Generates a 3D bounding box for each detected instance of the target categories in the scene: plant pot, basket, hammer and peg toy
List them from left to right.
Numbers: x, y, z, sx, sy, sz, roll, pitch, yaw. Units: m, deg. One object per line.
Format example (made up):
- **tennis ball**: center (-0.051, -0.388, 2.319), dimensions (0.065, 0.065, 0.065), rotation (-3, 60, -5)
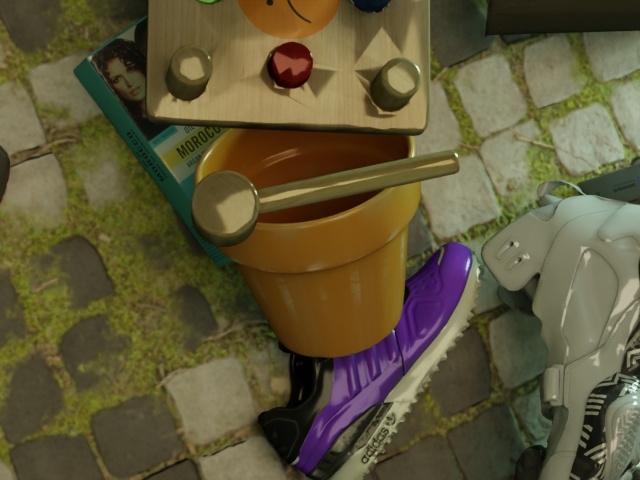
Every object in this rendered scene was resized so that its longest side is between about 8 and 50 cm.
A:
- **hammer and peg toy**: center (-0.022, -0.168, 1.682), dimensions (0.265, 0.127, 0.361), rotation (1, 79, -10)
- **plant pot**: center (0.000, 0.000, 1.780), dimensions (0.205, 0.205, 0.188), rotation (-28, 129, -21)
- **basket**: center (0.295, -0.298, 1.962), dimensions (0.226, 0.154, 0.204), rotation (7, 83, 5)

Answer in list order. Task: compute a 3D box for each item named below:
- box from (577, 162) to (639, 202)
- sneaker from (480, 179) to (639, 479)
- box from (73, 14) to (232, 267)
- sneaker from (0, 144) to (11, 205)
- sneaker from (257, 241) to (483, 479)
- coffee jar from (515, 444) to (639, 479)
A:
- **box**: center (0.386, -0.077, 2.004), dimensions (0.186, 0.145, 0.038), rotation (-17, 90, -22)
- **sneaker**: center (0.243, 0.110, 1.889), dimensions (0.210, 0.137, 0.366), rotation (22, 76, 22)
- **box**: center (-0.127, -0.102, 1.870), dimensions (0.100, 0.060, 0.244), rotation (-38, 95, -21)
- **sneaker**: center (-0.336, -0.027, 1.781), dimensions (0.061, 0.065, 0.158), rotation (33, 72, -12)
- **sneaker**: center (0.042, 0.098, 1.877), dimensions (0.146, 0.102, 0.293), rotation (36, 70, -6)
- **coffee jar**: center (0.296, 0.260, 1.951), dimensions (0.184, 0.079, 0.096), rotation (4, 73, -18)
